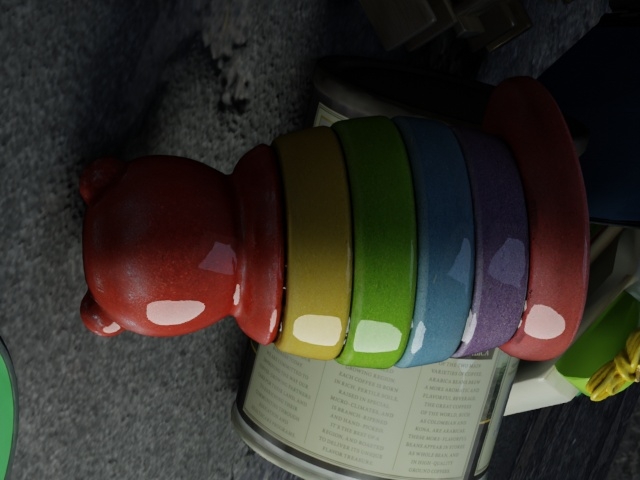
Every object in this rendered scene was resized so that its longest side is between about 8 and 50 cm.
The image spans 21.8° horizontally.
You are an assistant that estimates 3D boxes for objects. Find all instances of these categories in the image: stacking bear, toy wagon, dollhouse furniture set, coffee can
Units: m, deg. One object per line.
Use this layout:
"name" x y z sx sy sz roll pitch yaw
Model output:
"stacking bear" 0.000 0.000 0.999 0.164 0.289 0.175 -118 -153 -69
"toy wagon" 0.185 0.041 1.360 0.068 0.344 0.267 38 98 -31
"dollhouse furniture set" 0.139 -0.262 1.212 0.242 0.161 0.212 -31 172 26
"coffee can" 0.061 0.025 1.212 0.201 0.201 0.275 -15 123 -62

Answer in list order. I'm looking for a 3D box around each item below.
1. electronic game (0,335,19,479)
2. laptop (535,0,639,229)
"electronic game" -0.233 0.138 0.855 0.229 0.048 0.229 -48 148 -42
"laptop" 0.246 -0.233 1.300 0.236 0.382 0.408 -6 97 -24
